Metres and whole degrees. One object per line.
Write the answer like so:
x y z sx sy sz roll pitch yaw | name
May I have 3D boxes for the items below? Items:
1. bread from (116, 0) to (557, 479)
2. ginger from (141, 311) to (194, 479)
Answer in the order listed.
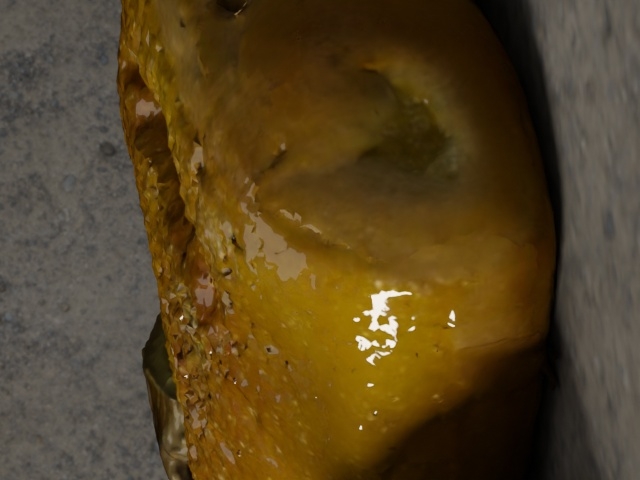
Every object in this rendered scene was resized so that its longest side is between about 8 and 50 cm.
-0.008 0.001 0.831 0.337 0.148 0.328 93 168 -48 | bread
-0.044 0.135 1.258 0.275 0.130 0.221 -108 5 -58 | ginger
